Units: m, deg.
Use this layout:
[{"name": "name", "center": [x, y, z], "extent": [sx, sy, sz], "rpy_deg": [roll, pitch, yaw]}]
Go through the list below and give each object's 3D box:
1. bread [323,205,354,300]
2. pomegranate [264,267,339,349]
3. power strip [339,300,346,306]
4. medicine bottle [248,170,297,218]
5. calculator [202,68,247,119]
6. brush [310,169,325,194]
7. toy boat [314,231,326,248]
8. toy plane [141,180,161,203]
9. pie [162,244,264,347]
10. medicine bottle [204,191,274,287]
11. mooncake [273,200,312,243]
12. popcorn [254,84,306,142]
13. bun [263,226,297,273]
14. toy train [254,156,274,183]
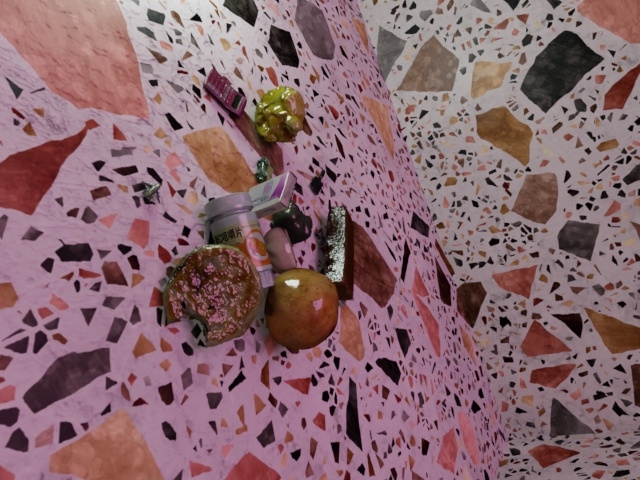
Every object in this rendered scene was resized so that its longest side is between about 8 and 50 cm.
[{"name": "bread", "center": [0.081, 0.049, 2.032], "extent": [0.165, 0.113, 0.417], "rpy_deg": [67, 21, -50]}, {"name": "pomegranate", "center": [-0.063, 0.230, 1.604], "extent": [0.281, 0.281, 0.281], "rpy_deg": [33, 47, -44]}, {"name": "power strip", "center": [0.092, 0.254, 2.036], "extent": [0.083, 0.035, 0.055], "rpy_deg": [48, 38, -34]}, {"name": "medicine bottle", "center": [-0.188, -0.151, 1.686], "extent": [0.052, 0.201, 0.171], "rpy_deg": [50, 38, -33]}, {"name": "calculator", "center": [-0.367, -0.564, 1.806], "extent": [0.190, 0.034, 0.127], "rpy_deg": [40, 43, -30]}, {"name": "brush", "center": [-0.007, -0.283, 2.203], "extent": [0.063, 0.016, 0.193], "rpy_deg": [55, 35, -23]}, {"name": "toy boat", "center": [0.000, 0.000, 2.041], "extent": [0.083, 0.038, 0.038], "rpy_deg": [61, 33, -21]}, {"name": "toy plane", "center": [-0.495, -0.145, 1.378], "extent": [0.080, 0.033, 0.083], "rpy_deg": [54, 28, -22]}, {"name": "pie", "center": [-0.302, 0.154, 1.360], "extent": [0.302, 0.067, 0.303], "rpy_deg": [5, 77, -25]}, {"name": "medicine bottle", "center": [-0.259, 0.017, 1.523], "extent": [0.158, 0.158, 0.318], "rpy_deg": [-12, 83, -58]}, {"name": "mooncake", "center": [-0.104, -0.075, 1.865], "extent": [0.175, 0.104, 0.169], "rpy_deg": [1, 66, -60]}, {"name": "popcorn", "center": [-0.152, -0.503, 1.917], "extent": [0.192, 0.233, 0.266], "rpy_deg": [31, 23, -53]}, {"name": "bun", "center": [-0.159, 0.042, 1.693], "extent": [0.173, 0.119, 0.173], "rpy_deg": [162, -90, -87]}, {"name": "toy train", "center": [-0.218, -0.272, 1.851], "extent": [0.081, 0.050, 0.122], "rpy_deg": [43, 40, -42]}]
